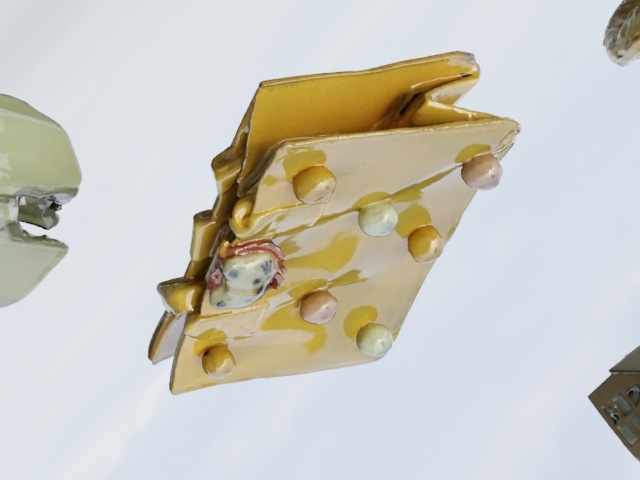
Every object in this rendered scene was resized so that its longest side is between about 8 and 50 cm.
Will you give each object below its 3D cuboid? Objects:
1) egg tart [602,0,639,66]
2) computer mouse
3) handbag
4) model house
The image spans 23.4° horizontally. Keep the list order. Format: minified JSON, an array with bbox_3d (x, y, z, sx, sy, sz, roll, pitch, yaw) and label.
[{"bbox_3d":[0.462,-0.317,1.805,0.319,0.128,0.319,-55,180,0],"label":"egg tart"},{"bbox_3d":[-0.421,-0.049,1.360,0.145,0.429,0.228,-144,-114,-66],"label":"computer mouse"},{"bbox_3d":[0.000,0.000,1.491,0.133,0.283,0.401,63,-35,29],"label":"handbag"},{"bbox_3d":[0.475,0.154,1.850,0.181,0.176,0.248,-28,162,-41],"label":"model house"}]
